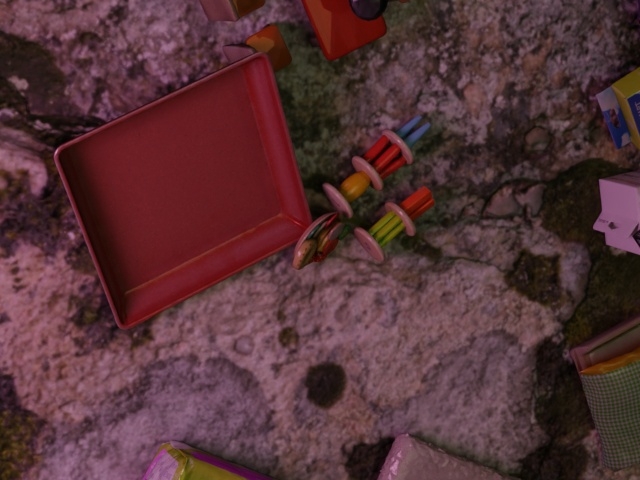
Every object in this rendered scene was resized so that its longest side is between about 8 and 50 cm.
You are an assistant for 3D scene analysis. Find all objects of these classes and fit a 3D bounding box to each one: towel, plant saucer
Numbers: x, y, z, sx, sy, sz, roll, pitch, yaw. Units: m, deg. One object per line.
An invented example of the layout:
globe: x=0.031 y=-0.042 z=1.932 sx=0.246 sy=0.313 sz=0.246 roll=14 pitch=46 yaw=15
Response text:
towel: x=0.176 y=0.368 z=1.972 sx=0.282 sy=0.049 sz=0.187 roll=25 pitch=88 yaw=-23
plant saucer: x=-0.151 y=-0.060 z=1.728 sx=0.258 sy=0.048 sz=0.259 roll=-28 pitch=131 yaw=-16

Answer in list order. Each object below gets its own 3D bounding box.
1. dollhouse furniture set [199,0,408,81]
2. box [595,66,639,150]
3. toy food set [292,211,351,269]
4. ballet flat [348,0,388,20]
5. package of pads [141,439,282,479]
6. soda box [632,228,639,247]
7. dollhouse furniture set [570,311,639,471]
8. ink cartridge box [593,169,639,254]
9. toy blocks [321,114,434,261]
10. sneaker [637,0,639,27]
dollhouse furniture set: x=-0.006 y=-0.330 z=1.730 sx=0.262 sy=0.135 sz=0.259 roll=-29 pitch=109 yaw=-15
box: x=0.441 y=-0.185 z=1.951 sx=0.178 sy=0.042 sz=0.109 roll=-32 pitch=132 yaw=-1
toy food set: x=0.000 y=0.000 z=1.826 sx=0.082 sy=0.020 sz=0.083 roll=-54 pitch=159 yaw=10
ballet flat: x=0.050 y=-0.325 z=1.693 sx=0.057 sy=0.049 sz=0.173 roll=3 pitch=104 yaw=0
package of pads: x=-0.141 y=0.402 z=1.819 sx=0.229 sy=0.101 sz=0.296 roll=24 pitch=89 yaw=-24
soda box: x=0.468 y=-0.035 z=1.912 sx=0.169 sy=0.060 sz=0.053 roll=-41 pitch=111 yaw=-11
dollhouse furniture set: x=0.498 y=0.169 z=2.010 sx=0.301 sy=0.151 sz=0.198 roll=-27 pitch=108 yaw=-16
ink cartridge box: x=0.425 y=-0.041 z=1.978 sx=0.143 sy=0.092 sz=0.090 roll=-13 pitch=103 yaw=-20
toy blocks: x=0.091 y=-0.066 z=1.859 sx=0.148 sy=0.054 sz=0.123 roll=-41 pitch=111 yaw=-11
sneaker: x=0.525 y=-0.316 z=1.983 sx=0.283 sy=0.107 sz=0.124 roll=-7 pitch=116 yaw=-17
